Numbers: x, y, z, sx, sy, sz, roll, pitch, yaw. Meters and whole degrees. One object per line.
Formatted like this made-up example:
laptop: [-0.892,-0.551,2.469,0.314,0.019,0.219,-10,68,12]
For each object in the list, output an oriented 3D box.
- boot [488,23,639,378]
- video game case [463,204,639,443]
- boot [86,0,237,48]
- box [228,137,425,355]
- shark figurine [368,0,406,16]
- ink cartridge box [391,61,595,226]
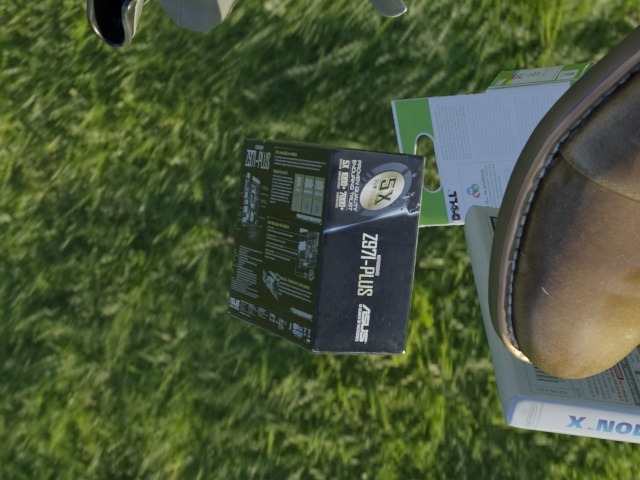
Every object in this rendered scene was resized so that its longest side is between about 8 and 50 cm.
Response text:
boot: [0.161,-0.027,0.508,0.112,0.115,0.305,-6,142,-32]
video game case: [0.294,0.078,1.253,0.300,0.329,0.036,8,119,-6]
boot: [-0.116,-0.192,0.952,0.083,0.161,0.246,25,151,6]
box: [0.000,0.000,1.047,0.077,0.180,0.147,3,94,-24]
shark figurine: [0.041,-0.294,1.062,0.116,0.166,0.278,18,119,-39]
ink cartridge box: [0.240,-0.124,1.813,0.255,0.097,0.188,-3,111,23]
